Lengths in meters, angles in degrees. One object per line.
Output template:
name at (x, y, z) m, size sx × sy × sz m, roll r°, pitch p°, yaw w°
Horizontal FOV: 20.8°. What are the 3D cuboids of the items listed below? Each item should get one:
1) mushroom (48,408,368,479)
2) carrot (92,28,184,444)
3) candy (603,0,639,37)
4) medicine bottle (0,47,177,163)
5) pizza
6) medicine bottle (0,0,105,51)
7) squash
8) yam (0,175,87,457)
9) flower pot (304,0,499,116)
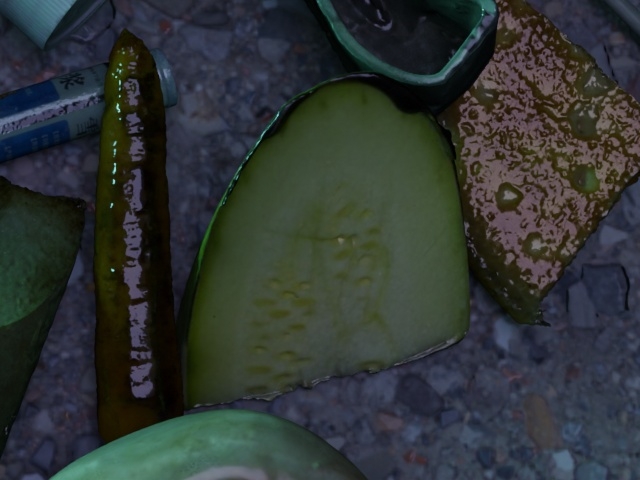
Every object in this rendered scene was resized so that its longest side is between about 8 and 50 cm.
mushroom at (-0.068, 0.260, 1.149) m, size 0.297 × 0.290 × 0.298 m, roll 0°, pitch 88°, yaw -10°
carrot at (-0.134, 0.002, 1.277) m, size 0.066 × 0.066 × 0.314 m, roll -1°, pitch 91°, yaw -14°
candy at (0.189, -0.248, 1.418) m, size 0.365 × 0.124 × 0.124 m, roll 42°, pitch 73°, yaw -12°
medicine bottle at (-0.203, -0.095, 1.309) m, size 0.191 × 0.051 × 0.051 m, roll -19°, pitch 85°, yaw -17°
pizza at (0.181, -0.077, 1.392) m, size 0.197 × 0.058 × 0.292 m, roll -8°, pitch 82°, yaw -6°
medicine bottle at (-0.245, -0.259, 1.283) m, size 0.225 × 0.139 × 0.139 m, roll 43°, pitch 73°, yaw -3°
squash at (0.000, 0.000, 1.291) m, size 0.236 × 0.155 × 0.204 m, roll -13°, pitch 81°, yaw -17°
yam at (-0.249, 0.073, 1.244) m, size 0.106 × 0.106 × 0.259 m, roll 20°, pitch 77°, yaw -9°
flower pot at (0.030, -0.198, 1.330) m, size 0.103 × 0.108 × 0.229 m, roll -43°, pitch 78°, yaw -3°
